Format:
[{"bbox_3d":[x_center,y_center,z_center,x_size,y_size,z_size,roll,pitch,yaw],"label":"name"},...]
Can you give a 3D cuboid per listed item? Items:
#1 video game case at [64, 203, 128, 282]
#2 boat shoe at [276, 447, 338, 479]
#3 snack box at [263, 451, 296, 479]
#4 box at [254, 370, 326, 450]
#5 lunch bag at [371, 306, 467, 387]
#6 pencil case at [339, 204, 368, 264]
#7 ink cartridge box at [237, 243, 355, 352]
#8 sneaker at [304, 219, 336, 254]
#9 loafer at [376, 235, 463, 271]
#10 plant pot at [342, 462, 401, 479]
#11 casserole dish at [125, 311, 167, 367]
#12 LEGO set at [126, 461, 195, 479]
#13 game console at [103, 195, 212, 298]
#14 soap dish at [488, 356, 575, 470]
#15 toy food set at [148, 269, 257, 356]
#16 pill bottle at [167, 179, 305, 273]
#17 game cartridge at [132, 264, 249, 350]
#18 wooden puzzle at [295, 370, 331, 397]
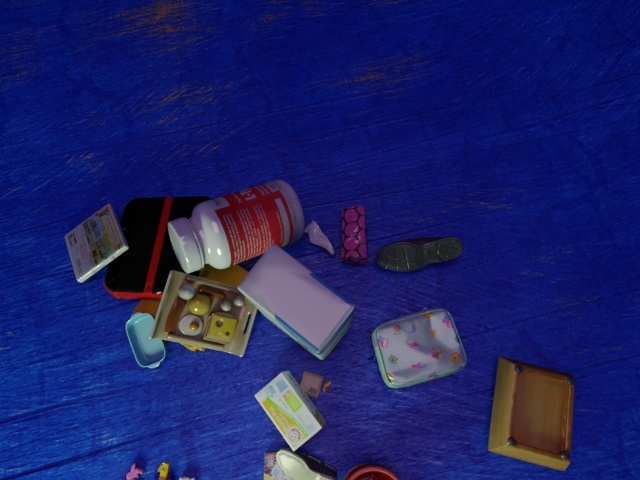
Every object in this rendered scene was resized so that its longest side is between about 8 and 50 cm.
[{"bbox_3d":[-0.798,0.005,1.577,0.206,0.026,0.227,-36,58,1],"label":"video game case"},{"bbox_3d":[-0.038,0.677,1.332,0.206,0.065,0.075,31,109,0],"label":"boat shoe"},{"bbox_3d":[-0.120,0.719,1.344,0.100,0.037,0.141,0,69,-1],"label":"snack box"},{"bbox_3d":[-0.090,0.521,1.373,0.114,0.103,0.203,-41,74,-2],"label":"box"},{"bbox_3d":[0.317,0.342,1.439,0.279,0.108,0.224,-14,67,-5],"label":"lunch bag"},{"bbox_3d":[0.117,-0.020,1.587,0.098,0.095,0.209,-5,67,16],"label":"pencil case"},{"bbox_3d":[-0.058,0.207,1.344,0.285,0.395,0.166,36,77,13],"label":"ink cartridge box"},{"bbox_3d":[0.000,0.000,1.605,0.061,0.053,0.152,-39,70,3],"label":"sneaker"},{"bbox_3d":[0.344,0.041,1.572,0.302,0.095,0.109,-9,100,2],"label":"loafer"},{"bbox_3d":[0.147,0.735,1.262,0.191,0.174,0.191,0,69,1],"label":"plant pot"},{"bbox_3d":[-0.572,0.327,1.472,0.114,0.037,0.188,-23,85,11],"label":"casserole dish"},{"bbox_3d":[-0.486,0.709,1.329,0.227,0.087,0.093,7,70,2],"label":"LEGO set"},{"bbox_3d":[-0.567,0.017,1.569,0.341,0.060,0.387,0,66,8],"label":"game console"},{"bbox_3d":[0.654,0.524,1.361,0.228,0.118,0.291,13,70,6],"label":"soap dish"},{"bbox_3d":[-0.363,0.238,1.425,0.306,0.092,0.220,18,81,-22],"label":"toy food set"},{"bbox_3d":[-0.276,-0.043,1.470,0.407,0.229,0.229,-22,70,-27],"label":"pill bottle"},{"bbox_3d":[-0.440,0.184,1.544,0.285,0.053,0.324,29,76,11],"label":"game cartridge"},{"bbox_3d":[-0.030,0.469,1.448,0.116,0.014,0.079,21,68,9],"label":"wooden puzzle"}]
